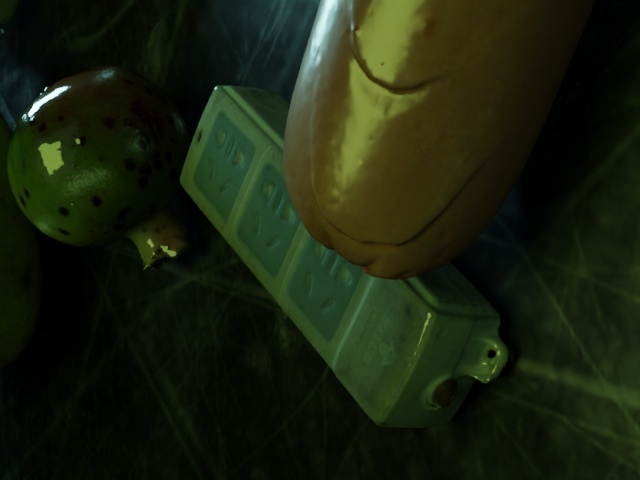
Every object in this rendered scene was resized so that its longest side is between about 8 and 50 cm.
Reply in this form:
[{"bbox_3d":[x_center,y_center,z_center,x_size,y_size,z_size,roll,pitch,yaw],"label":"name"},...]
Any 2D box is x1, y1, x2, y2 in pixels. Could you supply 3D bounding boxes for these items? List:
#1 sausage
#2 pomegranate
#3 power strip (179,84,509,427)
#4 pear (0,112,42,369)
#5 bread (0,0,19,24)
[{"bbox_3d":[0.068,-0.130,0.611,0.121,0.121,0.304,39,115,46],"label":"sausage"},{"bbox_3d":[-0.137,-0.050,0.874,0.130,0.130,0.130,-7,81,51],"label":"pomegranate"},{"bbox_3d":[0.000,-0.001,0.737,0.272,0.052,0.078,48,123,42],"label":"power strip"},{"bbox_3d":[-0.340,-0.022,1.017,0.253,0.253,0.307,-46,63,39],"label":"pear"},{"bbox_3d":[-0.290,-0.287,1.079,0.186,0.124,0.257,50,123,33],"label":"bread"}]
